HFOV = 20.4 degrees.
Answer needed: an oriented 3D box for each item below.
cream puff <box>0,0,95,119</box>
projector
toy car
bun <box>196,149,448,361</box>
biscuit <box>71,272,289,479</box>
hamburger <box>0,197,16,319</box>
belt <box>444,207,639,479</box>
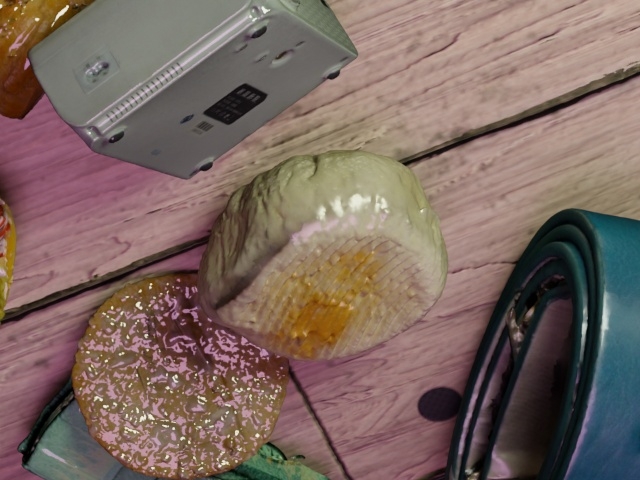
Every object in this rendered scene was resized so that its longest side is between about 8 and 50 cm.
[{"bbox_3d":[-0.261,-0.184,1.516,0.115,0.150,0.165,39,79,-9],"label":"cream puff"},{"bbox_3d":[-0.096,-0.153,1.482,0.198,0.108,0.250,-35,165,11],"label":"projector"},{"bbox_3d":[-0.146,0.246,1.853,0.320,0.097,0.141,27,118,-22],"label":"toy car"},{"bbox_3d":[0.000,0.000,1.660,0.244,0.153,0.244,-10,145,-7],"label":"bun"},{"bbox_3d":[-0.137,0.134,1.765,0.220,0.033,0.220,-1,96,-10],"label":"biscuit"},{"bbox_3d":[-0.372,0.018,1.663,0.173,0.116,0.210,14,123,-11],"label":"hamburger"},{"bbox_3d":[0.246,0.176,1.708,0.173,0.300,0.436,8,124,-10],"label":"belt"}]
